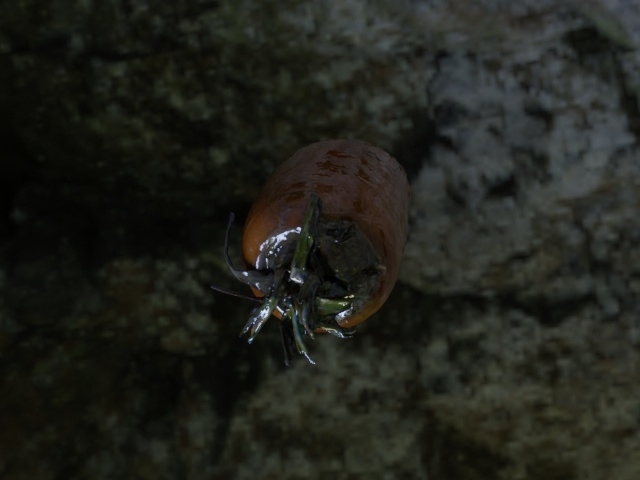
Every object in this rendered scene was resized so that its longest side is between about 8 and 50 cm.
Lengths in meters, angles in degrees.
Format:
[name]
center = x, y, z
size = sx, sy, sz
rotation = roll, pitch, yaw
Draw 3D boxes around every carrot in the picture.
[carrot]
center = 0.000, 0.000, 1.795
size = 0.214, 0.193, 0.331
rotation = 29, -153, -9
